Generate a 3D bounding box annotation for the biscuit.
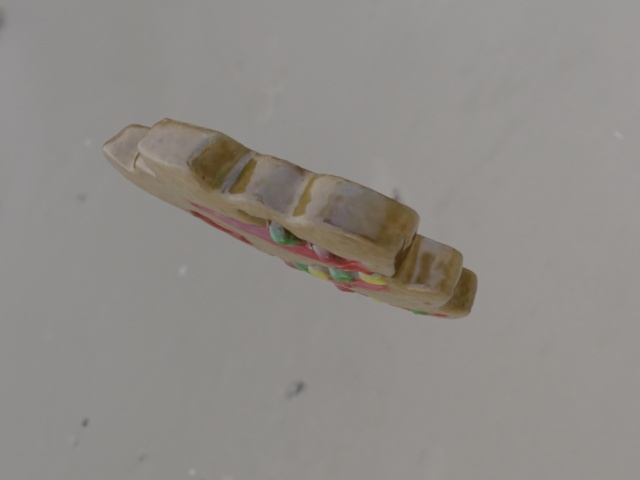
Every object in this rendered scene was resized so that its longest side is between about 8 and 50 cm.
[{"bbox_3d":[0.000,0.000,0.786,0.212,0.239,0.041,15,79,45],"label":"biscuit"}]
